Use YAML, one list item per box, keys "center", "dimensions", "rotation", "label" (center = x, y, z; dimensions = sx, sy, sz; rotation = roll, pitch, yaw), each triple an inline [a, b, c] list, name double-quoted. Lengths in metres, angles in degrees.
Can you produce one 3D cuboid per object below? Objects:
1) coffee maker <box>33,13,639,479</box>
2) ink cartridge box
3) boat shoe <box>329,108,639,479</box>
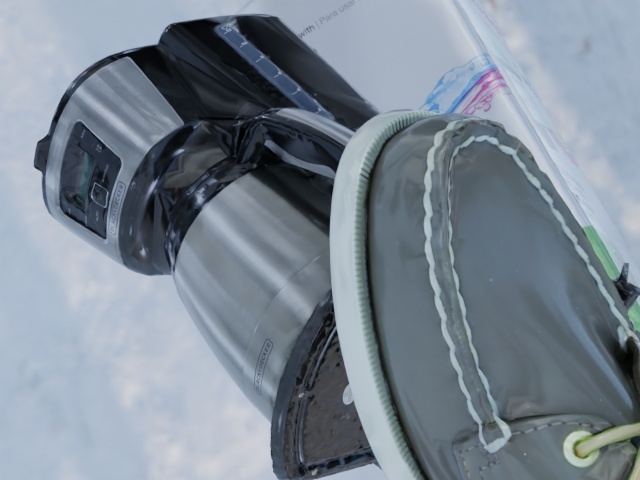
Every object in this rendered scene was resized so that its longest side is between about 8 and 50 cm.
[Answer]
- center: [0.000, 0.000, 0.765]
  dimensions: [0.171, 0.120, 0.178]
  rotation: [15, 23, -49]
  label: "coffee maker"
- center: [0.088, -0.023, 1.095]
  dimensions: [0.278, 0.117, 0.201]
  rotation: [62, 11, 20]
  label: "ink cartridge box"
- center: [0.097, 0.093, 0.635]
  dimensions: [0.109, 0.091, 0.305]
  rotation: [-28, 100, -38]
  label: "boat shoe"
